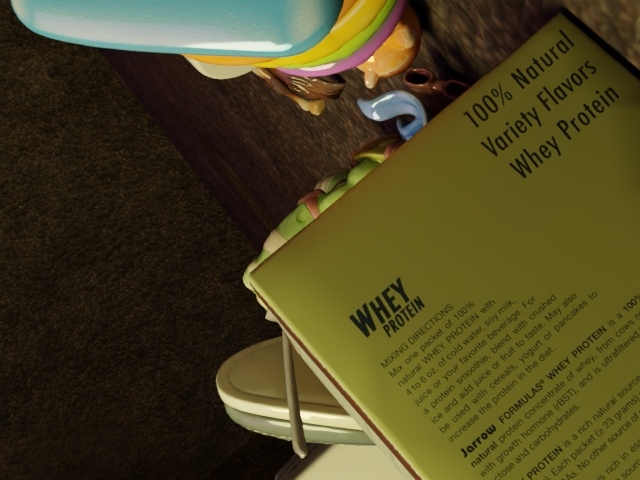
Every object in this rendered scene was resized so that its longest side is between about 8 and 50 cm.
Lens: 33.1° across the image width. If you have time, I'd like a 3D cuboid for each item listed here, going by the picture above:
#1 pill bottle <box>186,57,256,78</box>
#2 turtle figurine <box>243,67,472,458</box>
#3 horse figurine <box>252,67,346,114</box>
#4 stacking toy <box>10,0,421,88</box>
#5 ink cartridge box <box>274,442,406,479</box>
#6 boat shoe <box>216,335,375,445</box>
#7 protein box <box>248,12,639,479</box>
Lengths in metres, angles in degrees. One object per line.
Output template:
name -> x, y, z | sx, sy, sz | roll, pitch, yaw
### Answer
pill bottle -> -0.116, -0.221, 0.706 | 0.245, 0.136, 0.136 | 47, 173, 21
turtle figurine -> 0.054, 0.032, 0.762 | 0.266, 0.198, 0.274 | -100, -12, -85
horse figurine -> -0.064, -0.203, 0.873 | 0.174, 0.066, 0.263 | 35, 163, 35
stacking toy -> -0.008, -0.147, 0.558 | 0.166, 0.175, 0.302 | 9, 176, 23
ink cartridge box -> 0.109, 0.201, 1.033 | 0.166, 0.285, 0.395 | 48, 174, 5
boat shoe -> 0.083, 0.133, 0.785 | 0.116, 0.319, 0.099 | -98, 11, -62
protein box -> 0.112, 0.044, 0.523 | 0.201, 0.200, 0.136 | 47, 173, 20
